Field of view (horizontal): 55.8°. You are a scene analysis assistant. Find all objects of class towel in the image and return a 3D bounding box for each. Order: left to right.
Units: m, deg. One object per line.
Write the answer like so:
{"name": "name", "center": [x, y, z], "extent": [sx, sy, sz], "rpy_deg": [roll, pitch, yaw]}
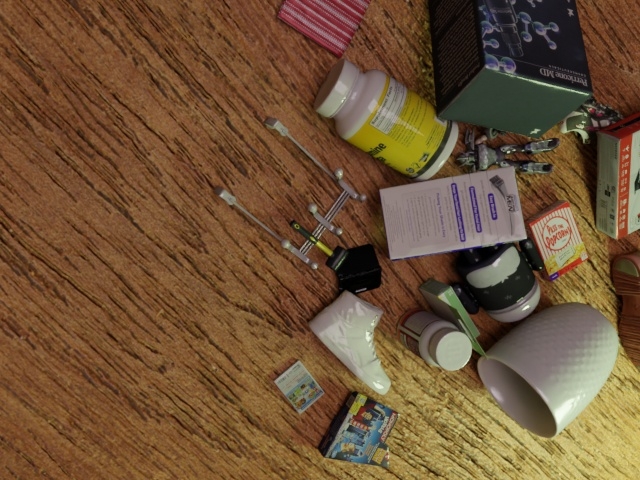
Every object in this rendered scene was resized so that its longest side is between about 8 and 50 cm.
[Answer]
{"name": "towel", "center": [0.032, -0.624, 1.501], "extent": [0.198, 0.031, 0.275], "rpy_deg": [27, 90, -20]}

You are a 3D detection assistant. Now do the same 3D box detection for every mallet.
{"name": "mallet", "center": [0.000, 0.000, 1.475], "extent": [0.062, 0.039, 0.190], "rpy_deg": [-48, 124, -8]}

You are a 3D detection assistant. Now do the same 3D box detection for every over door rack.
{"name": "over door rack", "center": [-0.066, -0.111, 1.492], "extent": [0.324, 0.108, 0.240], "rpy_deg": [39, 84, -17]}

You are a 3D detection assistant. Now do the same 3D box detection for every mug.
{"name": "mug", "center": [0.663, 0.366, 1.713], "extent": [0.328, 0.276, 0.374], "rpy_deg": [-36, 136, -17]}

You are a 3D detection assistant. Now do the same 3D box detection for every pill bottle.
{"name": "pill bottle", "center": [0.158, -0.300, 1.496], "extent": [0.333, 0.188, 0.188], "rpy_deg": [28, 88, -18]}
{"name": "pill bottle", "center": [0.297, 0.259, 1.587], "extent": [0.121, 0.221, 0.121], "rpy_deg": [-2, 98, -17]}

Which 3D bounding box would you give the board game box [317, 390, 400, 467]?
{"name": "board game box", "center": [0.124, 0.531, 1.653], "extent": [0.194, 0.060, 0.194], "rpy_deg": [31, 87, -19]}

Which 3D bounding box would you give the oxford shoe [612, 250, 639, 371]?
{"name": "oxford shoe", "center": [1.013, 0.221, 1.851], "extent": [0.146, 0.140, 0.397], "rpy_deg": [-17, 103, -22]}

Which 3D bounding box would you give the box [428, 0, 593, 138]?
{"name": "box", "center": [0.447, -0.489, 1.472], "extent": [0.293, 0.212, 0.396], "rpy_deg": [7, 67, -18]}

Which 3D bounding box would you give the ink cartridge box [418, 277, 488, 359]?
{"name": "ink cartridge box", "center": [0.363, 0.200, 1.594], "extent": [0.056, 0.235, 0.171], "rpy_deg": [-37, 105, -8]}

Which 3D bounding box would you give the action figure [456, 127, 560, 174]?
{"name": "action figure", "center": [0.503, -0.232, 1.660], "extent": [0.284, 0.099, 0.186], "rpy_deg": [-4, 103, -14]}

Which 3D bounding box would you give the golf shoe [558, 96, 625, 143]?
{"name": "golf shoe", "center": [0.805, -0.336, 1.752], "extent": [0.272, 0.105, 0.120], "rpy_deg": [17, 122, -26]}

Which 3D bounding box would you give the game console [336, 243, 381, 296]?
{"name": "game console", "center": [0.095, 0.082, 1.615], "extent": [0.122, 0.071, 0.107], "rpy_deg": [-14, 130, -14]}

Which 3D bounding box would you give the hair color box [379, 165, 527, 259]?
{"name": "hair color box", "center": [0.331, -0.064, 1.537], "extent": [0.338, 0.110, 0.185], "rpy_deg": [-9, 84, 10]}

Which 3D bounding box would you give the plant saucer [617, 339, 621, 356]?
{"name": "plant saucer", "center": [0.914, 0.342, 1.896], "extent": [0.083, 0.015, 0.084], "rpy_deg": [-2, 97, -17]}

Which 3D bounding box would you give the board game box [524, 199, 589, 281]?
{"name": "board game box", "center": [0.686, 0.001, 1.769], "extent": [0.146, 0.045, 0.194], "rpy_deg": [-29, 104, -12]}

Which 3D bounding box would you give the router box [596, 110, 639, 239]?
{"name": "router box", "center": [0.944, -0.212, 1.747], "extent": [0.301, 0.082, 0.336], "rpy_deg": [-25, 124, -13]}

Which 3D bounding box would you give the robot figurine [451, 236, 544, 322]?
{"name": "robot figurine", "center": [0.482, 0.092, 1.655], "extent": [0.278, 0.209, 0.174], "rpy_deg": [53, 46, -15]}

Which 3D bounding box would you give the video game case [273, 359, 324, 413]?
{"name": "video game case", "center": [-0.057, 0.389, 1.605], "extent": [0.087, 0.011, 0.122], "rpy_deg": [-38, 106, -10]}

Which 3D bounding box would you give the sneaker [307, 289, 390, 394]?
{"name": "sneaker", "center": [0.124, 0.263, 1.591], "extent": [0.169, 0.108, 0.292], "rpy_deg": [-44, 105, -1]}
